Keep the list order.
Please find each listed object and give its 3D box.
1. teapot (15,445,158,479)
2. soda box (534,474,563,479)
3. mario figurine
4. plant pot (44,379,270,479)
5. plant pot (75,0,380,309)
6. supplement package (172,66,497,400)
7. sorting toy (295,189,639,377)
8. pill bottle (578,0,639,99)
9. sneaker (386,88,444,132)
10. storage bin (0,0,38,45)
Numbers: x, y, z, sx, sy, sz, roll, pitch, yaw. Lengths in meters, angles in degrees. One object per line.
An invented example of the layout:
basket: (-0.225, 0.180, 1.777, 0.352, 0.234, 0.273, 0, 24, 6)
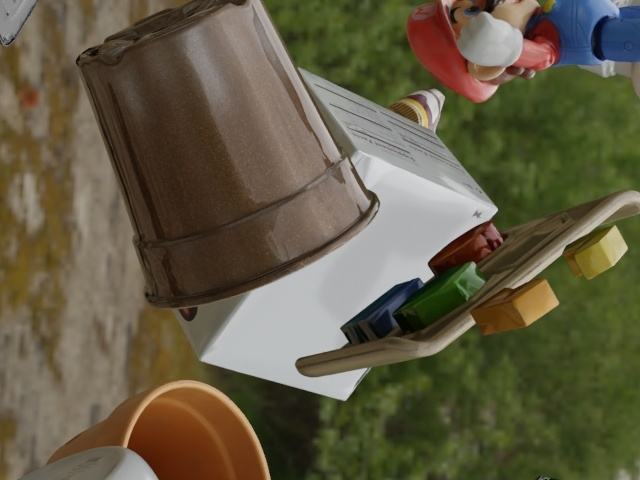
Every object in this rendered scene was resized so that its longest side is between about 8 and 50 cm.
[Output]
teapot: (-0.232, 0.319, 1.471, 0.256, 0.252, 0.187, -81, 146, -77)
soda box: (0.206, 0.286, 1.363, 0.053, 0.060, 0.169, -37, 125, -45)
mario figurine: (0.244, -0.244, 1.685, 0.198, 0.320, 0.170, 35, 54, -69)
plant pot: (-0.229, 0.340, 2.085, 0.291, 0.203, 0.291, 23, 59, -47)
plant pot: (-0.067, -0.067, 1.034, 0.167, 0.167, 0.165, -75, 145, -71)
supplement package: (0.000, 0.000, 1.577, 0.262, 0.204, 0.145, -53, -136, 18)
sorting toy: (0.120, 0.022, 1.150, 0.041, 0.229, 0.307, 60, -23, -3)
pill bottle: (0.533, -0.247, 2.100, 0.210, 0.363, 0.210, -55, 158, -35)
sneaker: (0.093, -0.098, 1.899, 0.084, 0.069, 0.185, -31, 159, -46)
storage bin: (-0.373, -0.315, 1.777, 0.180, 0.084, 0.122, 82, 31, -64)
